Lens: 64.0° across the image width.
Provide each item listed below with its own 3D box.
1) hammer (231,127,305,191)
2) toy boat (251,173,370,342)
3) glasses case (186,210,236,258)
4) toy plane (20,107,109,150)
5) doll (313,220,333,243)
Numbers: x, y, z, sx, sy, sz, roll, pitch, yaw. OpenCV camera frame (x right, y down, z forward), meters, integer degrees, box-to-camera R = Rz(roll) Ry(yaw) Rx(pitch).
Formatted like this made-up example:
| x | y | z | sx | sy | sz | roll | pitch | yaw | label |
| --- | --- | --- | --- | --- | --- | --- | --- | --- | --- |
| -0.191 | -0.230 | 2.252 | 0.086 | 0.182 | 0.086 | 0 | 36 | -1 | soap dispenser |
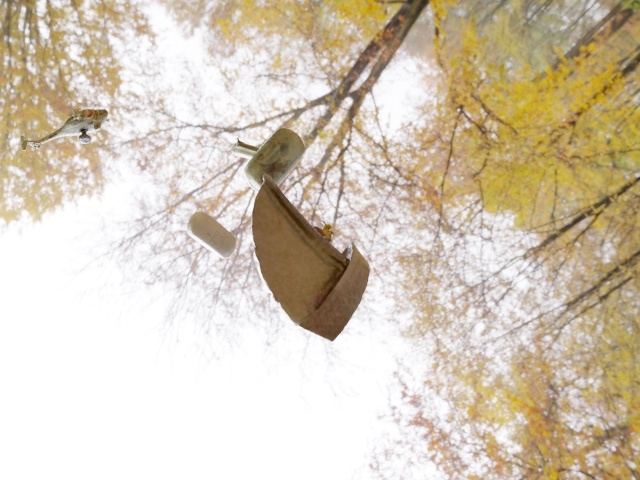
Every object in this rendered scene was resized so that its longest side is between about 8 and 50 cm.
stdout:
| x | y | z | sx | sy | sz | roll | pitch | yaw | label |
| --- | --- | --- | --- | --- | --- | --- | --- | --- | --- |
| -0.186 | -0.260 | 1.538 | 0.305 | 0.202 | 0.113 | 30 | 166 | 49 | hammer |
| -0.030 | 0.055 | 0.979 | 0.294 | 0.111 | 0.276 | 31 | -137 | -21 | toy boat |
| -0.364 | -0.017 | 1.731 | 0.092 | 0.059 | 0.233 | -64 | -34 | -17 | glasses case |
| -0.821 | -0.360 | 1.657 | 0.108 | 0.286 | 0.092 | 61 | -176 | -69 | toy plane |
| -0.002 | -0.008 | 2.070 | 0.145 | 0.096 | 0.188 | 58 | -136 | -43 | doll |
